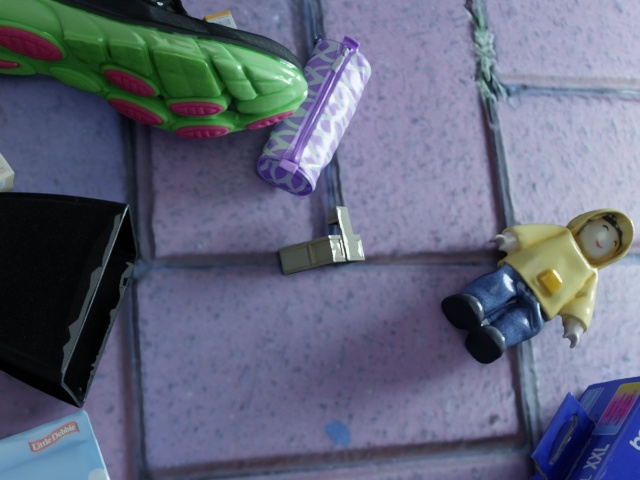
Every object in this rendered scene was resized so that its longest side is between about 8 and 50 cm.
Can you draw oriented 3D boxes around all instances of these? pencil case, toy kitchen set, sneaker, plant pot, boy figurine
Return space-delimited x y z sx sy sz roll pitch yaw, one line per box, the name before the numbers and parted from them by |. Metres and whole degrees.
pencil case | -0.005 -0.156 1.203 0.086 0.088 0.206 27 70 -10
toy kitchen set | 0.000 0.000 1.197 0.083 0.075 0.068 -1 77 -61
sneaker | -0.234 -0.262 1.075 0.482 0.185 0.202 19 66 -6
plant pot | -0.302 0.050 1.000 0.167 0.188 0.187 17 71 -3
boy figurine | 0.301 0.053 1.263 0.285 0.092 0.177 -30 86 -21

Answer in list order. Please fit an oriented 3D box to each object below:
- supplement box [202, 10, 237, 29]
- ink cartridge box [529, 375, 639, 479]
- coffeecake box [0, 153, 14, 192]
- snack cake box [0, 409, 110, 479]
supplement box | -0.117 -0.224 1.192 0.036 0.062 0.098 -21 85 -25
ink cartridge box | 0.406 0.354 1.197 0.395 0.151 0.270 40 67 -5
coffeecake box | -0.444 -0.103 1.039 0.142 0.068 0.185 -36 90 -23
snack cake box | -0.348 0.256 0.940 0.264 0.152 0.089 -18 84 -23
